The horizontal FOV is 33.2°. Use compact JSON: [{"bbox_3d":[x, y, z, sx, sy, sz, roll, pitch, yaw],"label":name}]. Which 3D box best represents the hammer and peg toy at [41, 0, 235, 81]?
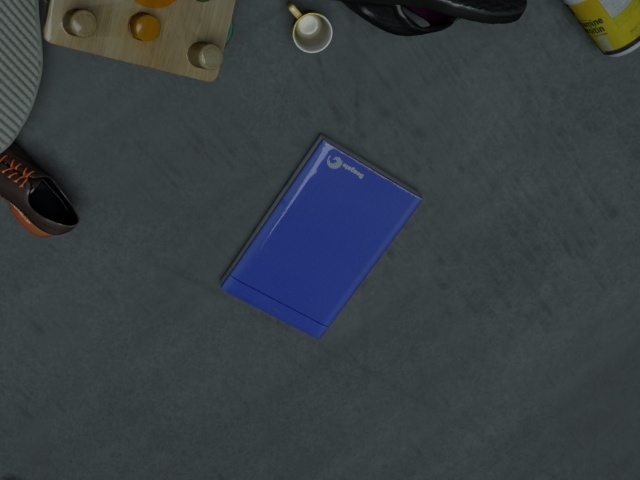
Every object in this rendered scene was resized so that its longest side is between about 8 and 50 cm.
[{"bbox_3d":[-0.226,-0.419,1.459,0.266,0.127,0.361,9,98,-28],"label":"hammer and peg toy"}]

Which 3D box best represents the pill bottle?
[{"bbox_3d":[0.446,-0.388,1.704,0.103,0.103,0.184,-41,114,11],"label":"pill bottle"}]

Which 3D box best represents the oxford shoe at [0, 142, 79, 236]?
[{"bbox_3d":[-0.481,-0.111,1.675,0.271,0.098,0.097,45,62,-31],"label":"oxford shoe"}]

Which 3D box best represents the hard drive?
[{"bbox_3d":[0.000,0.000,1.852,0.210,0.040,0.318,29,108,-20],"label":"hard drive"}]

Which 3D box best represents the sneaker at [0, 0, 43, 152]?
[{"bbox_3d":[-0.503,-0.311,1.582,0.150,0.135,0.366,17,104,30],"label":"sneaker"}]

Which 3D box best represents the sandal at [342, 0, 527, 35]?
[{"bbox_3d":[0.090,-0.391,1.639,0.446,0.167,0.107,9,139,-5],"label":"sandal"}]

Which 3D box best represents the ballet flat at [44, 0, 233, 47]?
[{"bbox_3d":[-0.295,-0.357,1.586,0.342,0.124,0.116,13,91,-27],"label":"ballet flat"}]

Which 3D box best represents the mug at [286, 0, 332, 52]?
[{"bbox_3d":[-0.017,-0.339,1.675,0.062,0.064,0.078,-10,116,-4],"label":"mug"}]
